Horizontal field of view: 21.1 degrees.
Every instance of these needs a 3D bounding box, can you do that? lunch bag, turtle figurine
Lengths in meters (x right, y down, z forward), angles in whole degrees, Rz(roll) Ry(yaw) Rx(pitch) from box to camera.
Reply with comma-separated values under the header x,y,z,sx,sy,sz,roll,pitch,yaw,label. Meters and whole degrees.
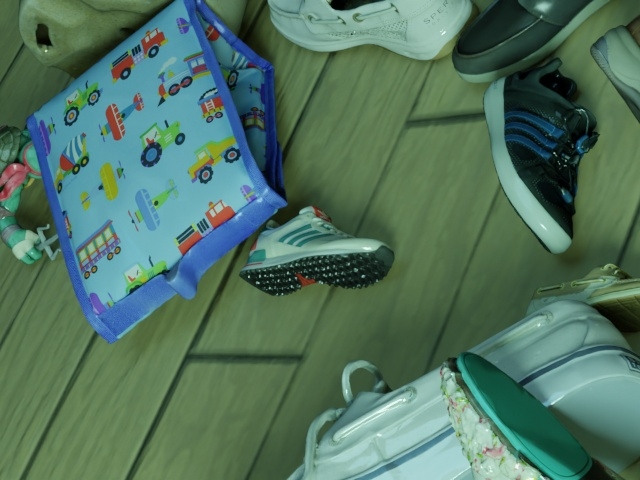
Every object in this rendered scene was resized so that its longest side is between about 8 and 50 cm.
x,y,z,sx,sy,sz,roll,pitch,yaw,label
-0.146,-0.057,1.612,0.221,0.138,0.293,-36,39,18,lunch bag
-0.319,-0.073,1.826,0.234,0.118,0.175,-2,54,51,turtle figurine

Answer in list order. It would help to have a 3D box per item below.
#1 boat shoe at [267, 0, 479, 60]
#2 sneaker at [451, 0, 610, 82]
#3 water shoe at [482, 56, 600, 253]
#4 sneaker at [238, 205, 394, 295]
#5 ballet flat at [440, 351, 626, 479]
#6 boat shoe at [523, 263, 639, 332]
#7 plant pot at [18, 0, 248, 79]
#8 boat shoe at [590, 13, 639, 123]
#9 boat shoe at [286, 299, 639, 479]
x,y,z,sx,sy,sz,roll,pitch,yaw,label
0.032,-0.242,1.652,0.277,0.096,0.098,13,65,50,boat shoe
0.185,-0.238,1.478,0.222,0.118,0.083,-37,37,11,sneaker
0.181,-0.077,1.364,0.080,0.073,0.203,-29,39,17,water shoe
0.000,0.000,1.479,0.161,0.057,0.075,-10,54,43,sneaker
0.154,0.170,1.063,0.241,0.091,0.077,40,110,18,ballet flat
0.205,0.041,1.244,0.135,0.050,0.045,-14,51,36,boat shoe
-0.183,-0.331,1.804,0.333,0.334,0.306,-16,57,34,plant pot
0.299,-0.085,1.220,0.116,0.123,0.324,-35,38,10,boat shoe
0.053,0.153,1.214,0.367,0.136,0.156,-35,37,9,boat shoe
